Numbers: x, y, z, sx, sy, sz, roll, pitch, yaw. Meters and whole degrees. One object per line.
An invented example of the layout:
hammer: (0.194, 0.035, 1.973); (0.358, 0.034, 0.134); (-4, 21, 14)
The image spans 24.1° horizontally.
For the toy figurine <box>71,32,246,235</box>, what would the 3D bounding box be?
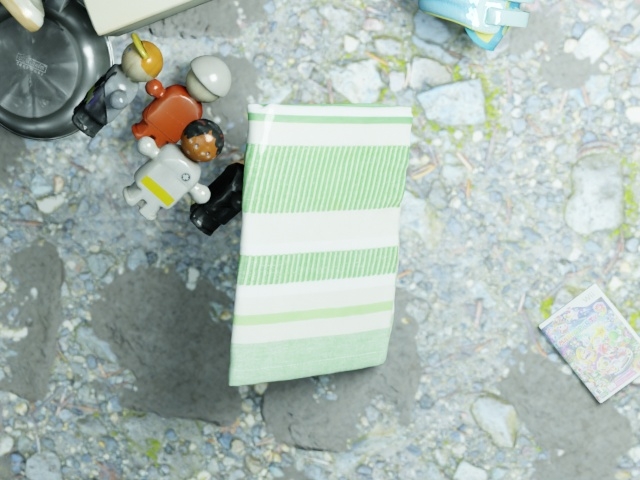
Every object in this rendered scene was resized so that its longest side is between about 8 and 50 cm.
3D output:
toy figurine: (-0.161, -0.128, 1.755); (0.148, 0.209, 0.213); (-42, 65, 17)

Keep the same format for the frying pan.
frying pan: (-0.311, -0.264, 1.859); (0.197, 0.053, 0.326); (46, 107, 0)

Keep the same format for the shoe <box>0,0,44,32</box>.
shoe: (-0.380, -0.351, 1.815); (0.058, 0.076, 0.219); (-32, 71, 13)

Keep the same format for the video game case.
video game case: (0.336, 0.125, 1.814); (0.087, 0.011, 0.122); (-39, 90, 14)

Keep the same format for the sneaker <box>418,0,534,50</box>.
sneaker: (0.249, -0.327, 1.705); (0.319, 0.127, 0.208); (-4, 96, 21)

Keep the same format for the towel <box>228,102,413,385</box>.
towel: (0.000, 0.000, 1.764); (0.038, 0.248, 0.325); (16, 105, 49)

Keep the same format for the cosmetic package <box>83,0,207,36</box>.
cosmetic package: (-0.138, -0.366, 1.760); (0.309, 0.113, 0.160); (-21, 95, 8)
